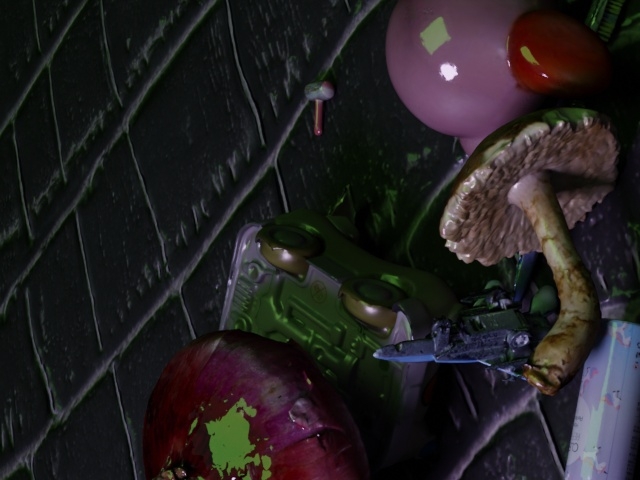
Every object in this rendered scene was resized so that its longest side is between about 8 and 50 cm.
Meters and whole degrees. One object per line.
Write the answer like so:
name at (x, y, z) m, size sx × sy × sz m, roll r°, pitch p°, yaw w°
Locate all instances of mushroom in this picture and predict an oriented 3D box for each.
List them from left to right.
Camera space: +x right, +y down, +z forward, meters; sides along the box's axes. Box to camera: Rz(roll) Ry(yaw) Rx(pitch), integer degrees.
mushroom at (0.262, 0.009, 1.709) m, size 0.208 × 0.233 × 0.301 m, roll 151°, pitch 104°, yaw -75°

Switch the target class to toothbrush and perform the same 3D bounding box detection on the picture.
toothbrush at (0.294, -0.115, 1.839) m, size 0.035 × 0.042 × 0.413 m, roll -66°, pitch -6°, yaw -88°

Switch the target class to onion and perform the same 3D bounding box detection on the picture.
onion at (-0.105, 0.281, 1.771) m, size 0.347 × 0.285 × 0.347 m, roll 20°, pitch 117°, yaw 46°

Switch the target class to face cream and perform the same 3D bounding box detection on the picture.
face cream at (0.313, 0.203, 1.651) m, size 0.075 × 0.075 × 0.229 m, roll 0°, pitch 76°, yaw 52°

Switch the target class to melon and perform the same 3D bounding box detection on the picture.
melon at (0.003, 0.004, 2.130) m, size 0.182 × 0.098 × 0.054 m, roll -51°, pitch 57°, yaw 7°

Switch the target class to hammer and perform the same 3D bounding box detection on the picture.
hammer at (-0.002, -0.198, 2.266) m, size 0.052 × 0.031 × 0.083 m, roll -3°, pitch 84°, yaw 55°

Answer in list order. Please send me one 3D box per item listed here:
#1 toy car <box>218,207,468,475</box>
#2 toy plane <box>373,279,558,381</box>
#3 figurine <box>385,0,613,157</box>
toy car at (0.046, 0.116, 1.952) m, size 0.336 × 0.226 × 0.242 m, roll 31°, pitch 118°, yaw 37°
toy plane at (0.178, 0.108, 1.743) m, size 0.169 × 0.246 × 0.078 m, roll -114°, pitch 32°, yaw -43°
figurine at (0.191, -0.246, 1.837) m, size 0.261 × 0.211 × 0.269 m, roll -47°, pitch 34°, yaw 47°
